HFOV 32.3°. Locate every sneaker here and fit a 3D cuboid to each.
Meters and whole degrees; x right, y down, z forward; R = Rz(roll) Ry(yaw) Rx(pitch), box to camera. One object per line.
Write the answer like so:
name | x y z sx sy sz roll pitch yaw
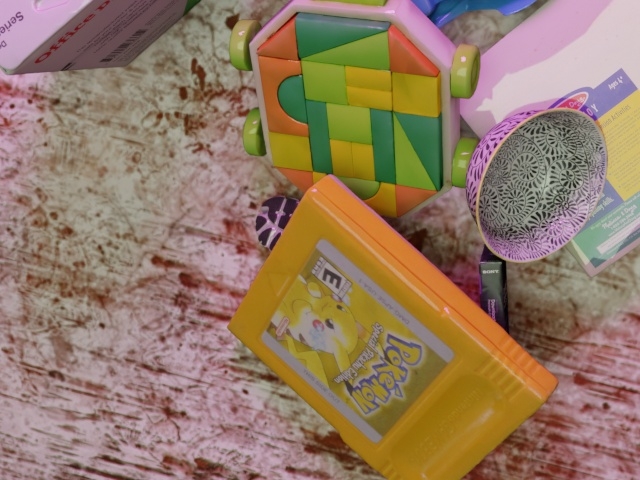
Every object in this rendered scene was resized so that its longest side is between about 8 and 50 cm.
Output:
sneaker | 0.000 0.000 1.294 0.170 0.071 0.068 20 87 24

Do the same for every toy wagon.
toy wagon | 0.033 -0.174 1.170 0.267 0.068 0.344 10 135 18

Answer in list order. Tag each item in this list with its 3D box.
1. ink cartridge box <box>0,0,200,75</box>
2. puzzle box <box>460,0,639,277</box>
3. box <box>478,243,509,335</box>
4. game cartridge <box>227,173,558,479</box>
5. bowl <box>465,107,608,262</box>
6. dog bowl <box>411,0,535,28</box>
ink cartridge box | -0.227 -0.287 1.174 0.211 0.289 0.121 -36 91 16
puzzle box | 0.368 -0.185 1.176 0.409 0.052 0.272 -38 90 17
box | 0.196 0.091 1.234 0.029 0.116 0.162 -4 100 11
game cartridge | 0.063 0.125 1.220 0.323 0.052 0.285 43 138 11
bowl | 0.209 -0.069 1.153 0.170 0.080 0.170 -14 120 -25
dog bowl | 0.114 -0.301 1.184 0.297 0.074 0.166 -22 113 16
